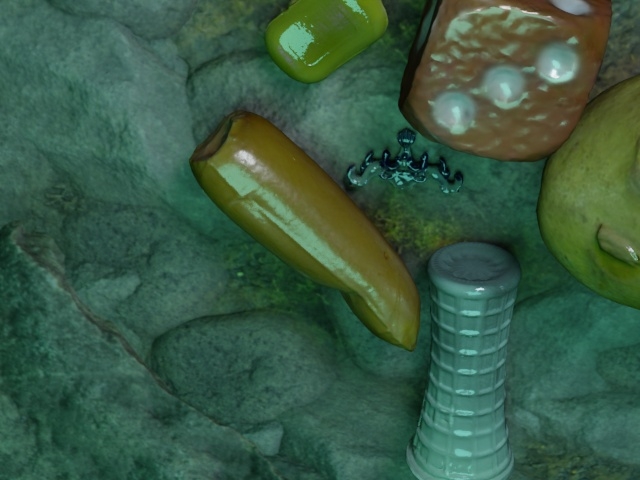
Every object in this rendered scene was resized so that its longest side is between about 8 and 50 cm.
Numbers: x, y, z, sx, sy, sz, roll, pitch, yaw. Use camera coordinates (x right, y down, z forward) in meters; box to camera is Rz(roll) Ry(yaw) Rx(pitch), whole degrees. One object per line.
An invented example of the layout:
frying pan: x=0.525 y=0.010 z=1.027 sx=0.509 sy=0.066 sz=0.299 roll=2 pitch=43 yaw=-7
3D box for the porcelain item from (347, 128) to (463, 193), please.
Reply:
porcelain item: x=0.099 y=-0.094 z=1.371 sx=0.136 sy=0.021 sz=0.075 roll=4 pitch=119 yaw=6

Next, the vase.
vase: x=0.178 y=0.154 z=1.455 sx=0.143 sy=0.143 sz=0.298 roll=4 pitch=120 yaw=7

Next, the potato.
potato: x=0.379 y=-0.114 z=1.195 sx=0.296 sy=0.290 sz=0.397 roll=16 pitch=108 yaw=32

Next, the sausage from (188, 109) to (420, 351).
sausage: x=0.003 y=-0.004 z=1.381 sx=0.354 sy=0.134 sz=0.116 roll=43 pitch=82 yaw=-18

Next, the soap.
soap: x=0.006 y=-0.230 z=1.283 sx=0.140 sy=0.045 sz=0.089 roll=-32 pitch=110 yaw=28

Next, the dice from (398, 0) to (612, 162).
dice: x=0.187 y=-0.191 z=1.203 sx=0.179 sy=0.175 sz=0.174 roll=16 pitch=124 yaw=-5
